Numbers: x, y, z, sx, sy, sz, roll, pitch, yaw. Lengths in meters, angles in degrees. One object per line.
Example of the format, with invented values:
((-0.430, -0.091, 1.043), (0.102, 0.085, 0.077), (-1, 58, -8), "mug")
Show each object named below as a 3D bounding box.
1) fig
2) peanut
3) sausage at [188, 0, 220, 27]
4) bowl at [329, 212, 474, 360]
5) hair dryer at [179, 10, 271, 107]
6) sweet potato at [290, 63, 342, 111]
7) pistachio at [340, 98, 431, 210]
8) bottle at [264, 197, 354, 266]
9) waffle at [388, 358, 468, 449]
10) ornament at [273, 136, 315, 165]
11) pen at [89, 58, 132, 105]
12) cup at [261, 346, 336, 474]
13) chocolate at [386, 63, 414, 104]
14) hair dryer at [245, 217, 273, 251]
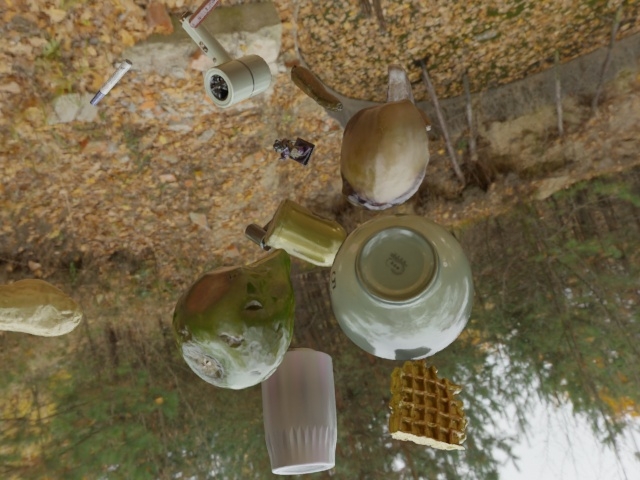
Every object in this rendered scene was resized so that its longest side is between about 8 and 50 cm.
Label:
((-0.117, 0.114, 0.808), (0.206, 0.206, 0.275), (-25, -163, 44), "fig")
((-0.805, 0.170, 1.228), (0.318, 0.148, 0.147), (19, 150, -36), "peanut")
((-0.340, -0.678, 1.355), (0.147, 0.035, 0.030), (-26, 155, 35), "sausage")
((0.177, 0.081, 1.048), (0.353, 0.354, 0.185), (-17, 155, 5), "bowl")
((-0.345, -0.616, 1.510), (0.203, 0.362, 0.128), (-42, -179, -42), "hair dryer")
((-0.014, -0.532, 1.641), (0.075, 0.273, 0.075), (-35, 157, -18), "sweet potato")
((0.104, -0.138, 0.770), (0.130, 0.165, 0.210), (-16, 147, -48), "pistachio")
((0.000, 0.000, 1.560), (0.351, 0.172, 0.171), (23, 159, -13), "bottle")
((0.287, 0.422, 1.214), (0.229, 0.219, 0.057), (18, 141, -15), "waffle")
((-0.109, -0.299, 1.542), (0.088, 0.081, 0.203), (27, -160, 20), "ornament")
((-0.665, -0.498, 1.457), (0.204, 0.025, 0.025), (-34, 164, 23), "pen")
((-0.073, 0.566, 1.546), (0.253, 0.372, 0.253), (-4, 148, -2), "cup")
((0.270, -0.438, 1.558), (0.100, 0.304, 0.185), (-3, -164, 14), "chocolate")
((-0.198, -0.072, 2.042), (0.248, 0.078, 0.195), (-48, -139, -12), "hair dryer")
